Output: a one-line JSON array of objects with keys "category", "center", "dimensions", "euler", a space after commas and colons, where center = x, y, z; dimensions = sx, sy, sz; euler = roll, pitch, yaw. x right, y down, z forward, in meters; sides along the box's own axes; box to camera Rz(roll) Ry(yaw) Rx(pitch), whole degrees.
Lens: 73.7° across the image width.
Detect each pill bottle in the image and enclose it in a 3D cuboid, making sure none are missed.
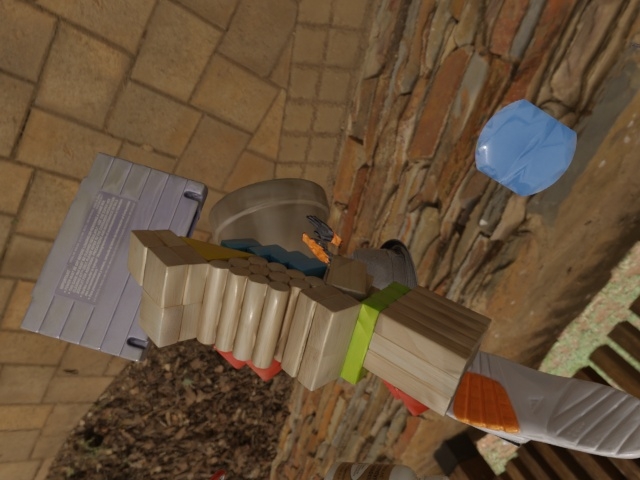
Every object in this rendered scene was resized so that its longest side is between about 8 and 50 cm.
[{"category": "pill bottle", "center": [0.128, 0.495, 0.806], "dimensions": [0.229, 0.131, 0.131], "euler": [-12, 144, 27]}]

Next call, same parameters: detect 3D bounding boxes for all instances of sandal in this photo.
[{"category": "sandal", "center": [0.261, 0.215, 0.537], "dimensions": [0.076, 0.265, 0.102], "euler": [50, 61, -32]}]

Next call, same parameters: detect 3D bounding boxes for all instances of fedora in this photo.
[{"category": "fedora", "center": [0.121, 0.110, 1.037], "dimensions": [0.124, 0.275, 0.243], "euler": [14, 121, -12]}]

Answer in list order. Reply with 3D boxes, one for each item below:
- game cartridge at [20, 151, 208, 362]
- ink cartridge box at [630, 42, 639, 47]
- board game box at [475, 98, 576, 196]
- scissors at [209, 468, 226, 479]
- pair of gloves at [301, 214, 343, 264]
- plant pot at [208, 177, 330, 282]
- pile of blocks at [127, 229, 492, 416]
[{"category": "game cartridge", "center": [-0.382, 0.025, 0.813], "dimensions": [0.068, 0.230, 0.355], "euler": [96, 10, -76]}, {"category": "ink cartridge box", "center": [0.605, -0.186, 0.544], "dimensions": [0.371, 0.176, 0.069], "euler": [6, 124, -6]}, {"category": "board game box", "center": [0.352, -0.160, 0.748], "dimensions": [0.169, 0.033, 0.133], "euler": [28, 112, -9]}, {"category": "scissors", "center": [-0.315, 0.665, 0.969], "dimensions": [0.297, 0.021, 0.109], "euler": [-46, 151, -34]}, {"category": "pair of gloves", "center": [0.000, 0.000, 0.682], "dimensions": [0.010, 0.074, 0.083], "euler": [-37, 159, -32]}, {"category": "plant pot", "center": [-0.108, 0.038, 1.112], "dimensions": [0.323, 0.280, 0.323], "euler": [-13, 159, -5]}, {"category": "pile of blocks", "center": [-0.020, 0.084, 0.436], "dimensions": [0.362, 0.149, 0.112], "euler": [17, 109, 5]}]
